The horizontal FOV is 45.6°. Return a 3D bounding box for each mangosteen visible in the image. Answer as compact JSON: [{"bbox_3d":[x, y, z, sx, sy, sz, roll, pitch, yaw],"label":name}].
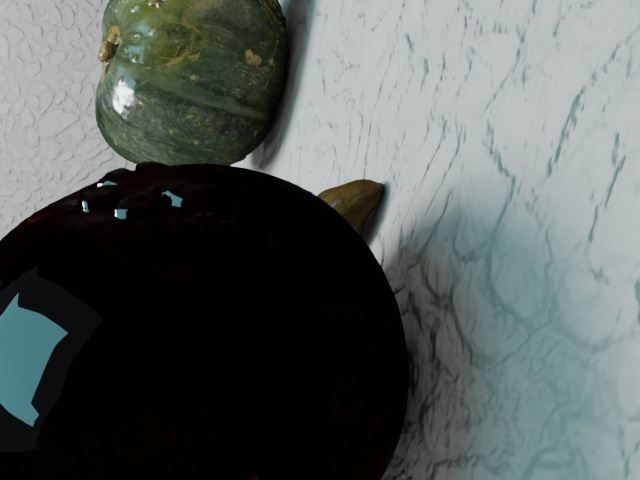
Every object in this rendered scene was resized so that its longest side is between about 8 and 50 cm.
[{"bbox_3d":[-0.088,0.105,0.494,0.297,0.296,0.314,174,98,-72],"label":"mangosteen"}]

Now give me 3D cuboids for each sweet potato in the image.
[{"bbox_3d":[-0.002,0.000,0.683,0.182,0.053,0.054,133,139,-59],"label":"sweet potato"}]

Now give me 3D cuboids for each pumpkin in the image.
[{"bbox_3d":[-0.184,-0.260,1.102,0.291,0.257,0.328,18,98,61],"label":"pumpkin"}]
